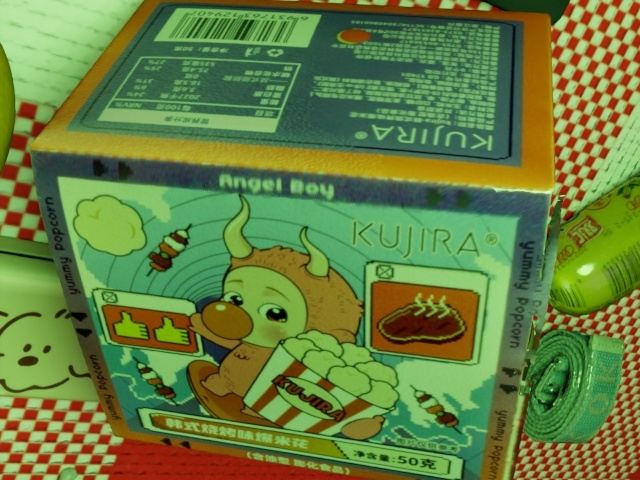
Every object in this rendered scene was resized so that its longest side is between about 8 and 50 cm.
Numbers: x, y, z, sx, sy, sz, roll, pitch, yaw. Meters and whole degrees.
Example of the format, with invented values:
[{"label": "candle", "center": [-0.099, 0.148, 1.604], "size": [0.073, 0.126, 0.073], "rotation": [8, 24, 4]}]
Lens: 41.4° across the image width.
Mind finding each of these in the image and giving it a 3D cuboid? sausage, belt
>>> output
[{"label": "sausage", "center": [0.416, -0.015, 1.103], "size": [0.347, 0.123, 0.123], "rotation": [-32, 130, -6]}, {"label": "belt", "center": [0.342, 0.207, 1.200], "size": [0.082, 0.147, 0.163], "rotation": [14, 84, -31]}]

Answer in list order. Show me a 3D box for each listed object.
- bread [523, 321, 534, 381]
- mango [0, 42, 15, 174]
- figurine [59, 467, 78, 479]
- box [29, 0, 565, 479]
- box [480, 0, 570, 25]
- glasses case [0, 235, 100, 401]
[{"label": "bread", "center": [0.142, 0.140, 1.010], "size": [0.333, 0.160, 0.333], "rotation": [-26, 136, -28]}, {"label": "mango", "center": [-0.395, -0.058, 0.570], "size": [0.378, 0.264, 0.221], "rotation": [-33, 174, 1]}, {"label": "figurine", "center": [-0.288, 0.320, 0.991], "size": [0.086, 0.082, 0.094], "rotation": [-55, 141, -9]}, {"label": "box", "center": [0.000, 0.000, 0.699], "size": [0.348, 0.257, 0.319], "rotation": [6, 130, 9]}, {"label": "box", "center": [0.181, -0.317, 0.832], "size": [0.230, 0.050, 0.160], "rotation": [12, 114, -33]}, {"label": "glasses case", "center": [-0.332, 0.067, 0.792], "size": [0.336, 0.076, 0.144], "rotation": [11, 114, -33]}]
